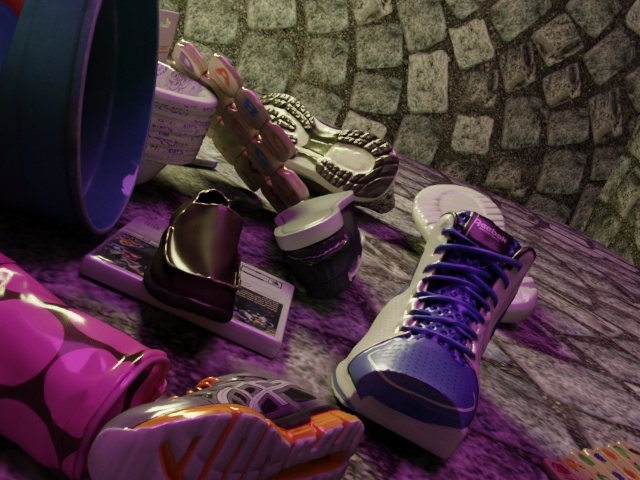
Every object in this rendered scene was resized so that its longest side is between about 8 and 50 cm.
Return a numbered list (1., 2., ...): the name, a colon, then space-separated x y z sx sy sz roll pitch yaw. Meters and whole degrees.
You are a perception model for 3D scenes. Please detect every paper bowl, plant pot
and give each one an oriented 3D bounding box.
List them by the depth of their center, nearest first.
1. plant pot: -0.308 -0.161 0.712 0.255 0.272 0.272 10 14 -2
2. paper bowl: -0.289 -0.174 0.988 0.284 0.148 0.284 24 13 -6

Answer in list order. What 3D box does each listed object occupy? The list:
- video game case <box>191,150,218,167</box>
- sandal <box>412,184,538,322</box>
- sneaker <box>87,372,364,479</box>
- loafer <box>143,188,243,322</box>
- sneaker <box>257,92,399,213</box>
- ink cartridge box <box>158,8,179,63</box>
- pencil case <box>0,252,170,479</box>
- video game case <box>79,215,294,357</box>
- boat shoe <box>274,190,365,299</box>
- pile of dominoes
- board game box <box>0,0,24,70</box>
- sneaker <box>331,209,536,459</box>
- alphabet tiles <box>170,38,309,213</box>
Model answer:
1. video game case: -0.263 -0.158 1.256 0.119 0.015 0.166 32 15 28
2. sandal: 0.244 0.023 1.313 0.169 0.102 0.416 8 29 -7
3. sneaker: -0.059 0.119 0.451 0.083 0.084 0.215 33 5 32
4. loafer: -0.110 0.002 0.691 0.080 0.078 0.220 21 14 -20
5. sneaker: -0.014 -0.151 1.520 0.410 0.158 0.182 31 -16 30
6. ink cartridge box: -0.292 -0.271 1.173 0.067 0.198 0.115 24 14 1
7. pencil case: -0.188 0.052 0.451 0.209 0.095 0.098 31 3 15
8. video game case: -0.120 0.040 0.753 0.190 0.022 0.173 25 13 -4
9. boat shoe: 0.000 0.000 0.976 0.114 0.091 0.302 -18 10 11
10. pile of dominoes: 0.336 0.249 0.723 0.251 0.040 0.196 11 20 -47
11. board game box: -0.314 -0.129 0.502 0.142 0.275 0.144 33 15 30
12. sneaker: 0.117 0.063 0.737 0.127 0.182 0.315 26 13 10
13. alphabet tiles: -0.127 -0.161 1.130 0.284 0.021 0.278 52 -18 -5
